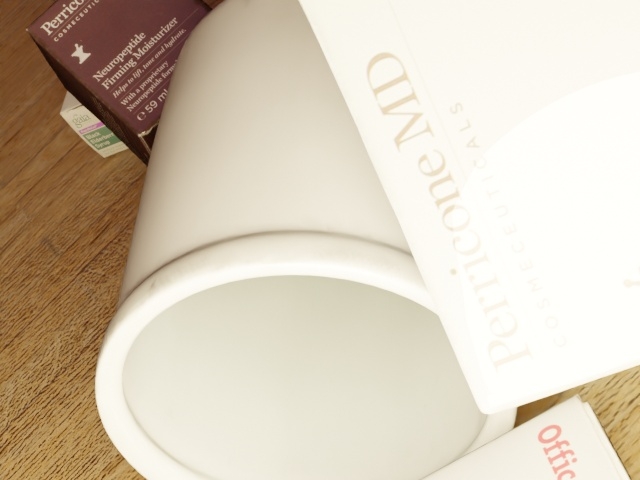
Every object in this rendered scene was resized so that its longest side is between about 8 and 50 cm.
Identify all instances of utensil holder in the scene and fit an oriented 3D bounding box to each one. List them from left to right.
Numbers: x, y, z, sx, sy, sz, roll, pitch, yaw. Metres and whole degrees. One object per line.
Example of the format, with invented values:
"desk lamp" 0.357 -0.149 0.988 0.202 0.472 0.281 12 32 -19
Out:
"utensil holder" 0.000 0.000 1.202 0.327 0.327 0.385 -23 38 25

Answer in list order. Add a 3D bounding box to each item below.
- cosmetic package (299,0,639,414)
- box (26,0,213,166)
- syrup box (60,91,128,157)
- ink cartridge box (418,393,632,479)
"cosmetic package" 0.263 -0.123 0.975 0.393 0.329 0.327 -24 0 24
"box" -0.201 -0.207 1.641 0.203 0.167 0.168 42 82 17
"syrup box" -0.256 -0.233 1.848 0.093 0.096 0.237 -18 45 29
"ink cartridge box" 0.096 0.271 0.939 0.306 0.131 0.226 -28 24 7
